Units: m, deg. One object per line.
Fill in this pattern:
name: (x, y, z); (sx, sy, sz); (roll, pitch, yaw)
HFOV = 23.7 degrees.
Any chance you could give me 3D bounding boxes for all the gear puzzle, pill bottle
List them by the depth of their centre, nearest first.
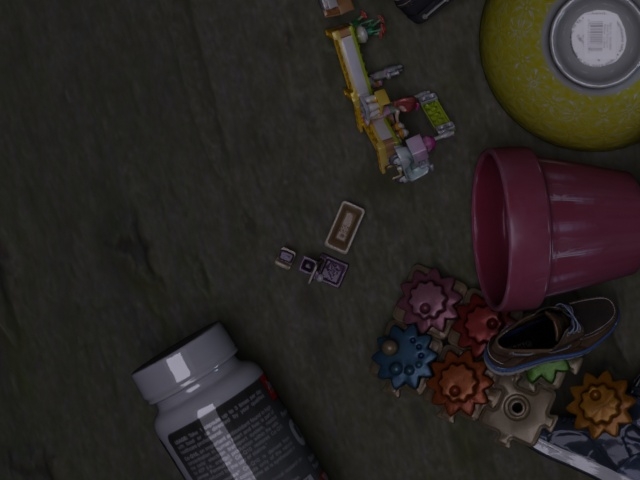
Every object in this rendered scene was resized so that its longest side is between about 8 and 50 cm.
gear puzzle: (0.231, 0.165, 1.921); (0.338, 0.044, 0.176); (23, 88, 17)
pill bottle: (-0.113, 0.257, 1.974); (0.161, 0.161, 0.283); (-31, 93, 11)

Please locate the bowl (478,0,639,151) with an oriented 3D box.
bowl: (0.334, -0.245, 1.845); (0.289, 0.156, 0.290); (1, 97, 8)

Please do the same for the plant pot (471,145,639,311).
plant pot: (0.294, -0.017, 1.874); (0.180, 0.201, 0.201); (-3, 98, -7)

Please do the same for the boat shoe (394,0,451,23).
boat shoe: (0.185, -0.343, 1.906); (0.206, 0.075, 0.065); (-31, 118, 11)

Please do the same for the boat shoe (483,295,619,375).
boat shoe: (0.289, 0.112, 1.869); (0.183, 0.066, 0.066); (-24, 67, -13)

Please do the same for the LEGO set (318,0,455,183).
LEGO set: (0.088, -0.205, 1.914); (0.107, 0.132, 0.287); (-19, 71, -6)

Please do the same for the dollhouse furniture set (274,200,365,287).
dollhouse furniture set: (0.000, 0.000, 1.962); (0.091, 0.081, 0.114); (24, 100, 4)

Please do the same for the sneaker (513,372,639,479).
sneaker: (0.354, 0.219, 1.946); (0.226, 0.086, 0.163); (24, 92, 13)
